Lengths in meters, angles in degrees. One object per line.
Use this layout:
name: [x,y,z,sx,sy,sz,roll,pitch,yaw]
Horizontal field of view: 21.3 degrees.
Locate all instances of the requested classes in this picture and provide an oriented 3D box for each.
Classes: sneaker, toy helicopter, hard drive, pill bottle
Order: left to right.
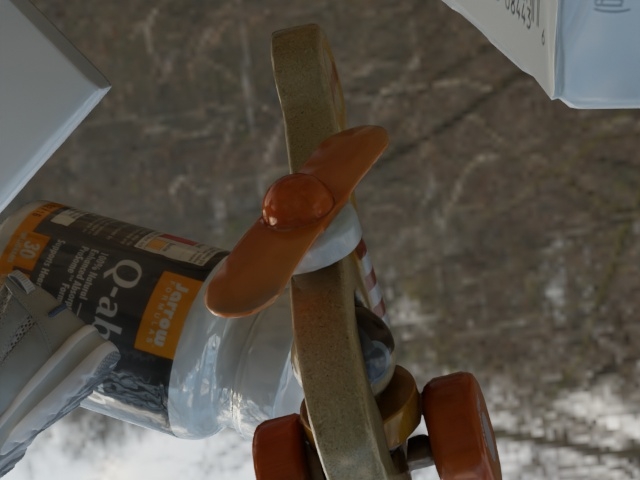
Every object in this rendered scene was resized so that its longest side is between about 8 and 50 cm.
hard drive: [-0.404,-0.112,1.709,0.353,0.233,0.047,-45,178,20]
sneaker: [-0.280,0.132,1.315,0.281,0.115,0.105,-41,176,18]
pill bottle: [-0.139,0.073,1.417,0.278,0.162,0.162,15,-162,17]
toy helicopter: [0.000,0.000,1.046,0.140,0.355,0.235,-15,145,10]

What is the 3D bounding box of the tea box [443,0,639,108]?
tea box: [0.181,-0.200,0.582,0.323,0.220,0.329,-4,-156,-12]
